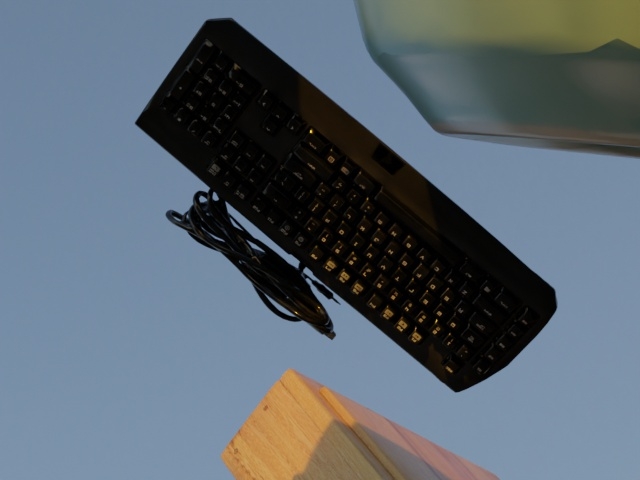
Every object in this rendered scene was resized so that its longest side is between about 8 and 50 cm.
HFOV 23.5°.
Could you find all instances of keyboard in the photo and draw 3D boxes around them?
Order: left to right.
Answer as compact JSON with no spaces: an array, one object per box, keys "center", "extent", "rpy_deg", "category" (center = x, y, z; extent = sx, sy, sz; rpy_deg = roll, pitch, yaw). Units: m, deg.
[{"center":[0.000,0.000,0.657],"extent":[0.192,0.038,0.100],"rpy_deg":[40,-55,2],"category":"keyboard"}]

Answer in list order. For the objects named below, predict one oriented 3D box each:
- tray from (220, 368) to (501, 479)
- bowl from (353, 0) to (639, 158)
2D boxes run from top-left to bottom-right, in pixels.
[{"center":[0.124,0.231,0.777],"extent":[0.203,0.411,0.076],"rpy_deg":[31,-80,-42],"category":"tray"},{"center":[0.130,-0.107,0.507],"extent":[0.311,0.311,0.163],"rpy_deg":[6,-87,-10],"category":"bowl"}]
